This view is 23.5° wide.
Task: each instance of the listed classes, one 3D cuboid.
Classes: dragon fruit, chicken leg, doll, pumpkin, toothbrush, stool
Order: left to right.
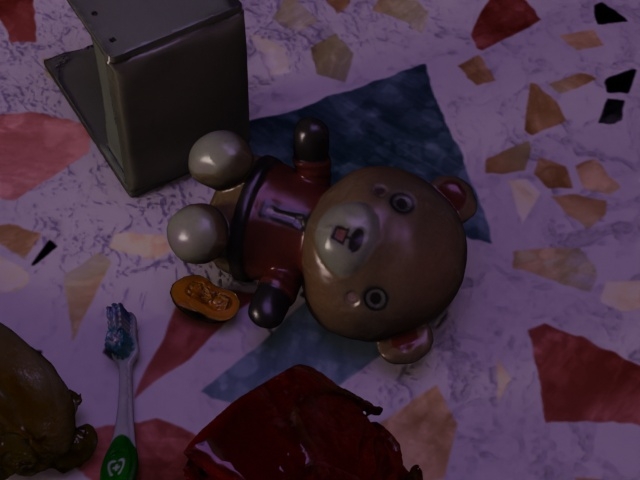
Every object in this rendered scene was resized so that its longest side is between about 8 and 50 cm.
[{"bbox_3d":[-0.429,0.113,1.646,0.201,0.152,0.429,-30,50,-35],"label":"chicken leg"},{"bbox_3d":[-0.208,0.250,1.598,0.042,0.040,0.418,-15,55,16],"label":"toothbrush"},{"bbox_3d":[-0.219,-0.240,1.835,0.170,0.243,0.269,-25,57,-18],"label":"stool"},{"bbox_3d":[-0.130,0.072,1.731,0.083,0.028,0.050,24,50,19],"label":"pumpkin"},{"bbox_3d":[0.000,0.000,1.709,0.330,0.174,0.235,17,77,12],"label":"doll"},{"bbox_3d":[0.018,0.298,1.505,0.330,0.240,0.302,49,36,7],"label":"dragon fruit"}]
